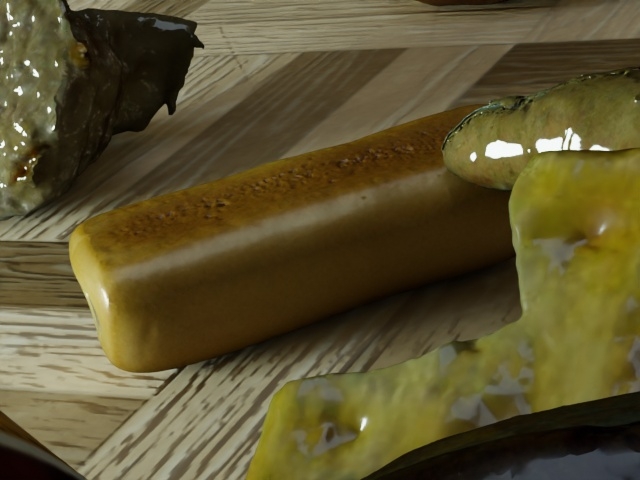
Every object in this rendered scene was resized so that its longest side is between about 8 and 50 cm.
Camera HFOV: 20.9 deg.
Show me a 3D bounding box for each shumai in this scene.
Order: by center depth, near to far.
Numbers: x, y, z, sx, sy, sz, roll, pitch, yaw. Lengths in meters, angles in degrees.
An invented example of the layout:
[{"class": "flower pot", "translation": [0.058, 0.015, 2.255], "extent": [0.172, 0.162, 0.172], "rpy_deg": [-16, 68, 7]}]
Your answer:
[{"class": "shumai", "translation": [-0.169, -0.098, 1.111], "extent": [0.175, 0.166, 0.206], "rpy_deg": [11, 25, -44]}]

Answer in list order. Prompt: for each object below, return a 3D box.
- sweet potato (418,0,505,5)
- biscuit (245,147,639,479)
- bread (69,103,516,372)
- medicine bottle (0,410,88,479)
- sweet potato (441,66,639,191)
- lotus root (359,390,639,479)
[{"class": "sweet potato", "translation": [0.171, -0.222, 1.280], "extent": [0.292, 0.097, 0.097], "rpy_deg": [0, 25, 18]}, {"class": "biscuit", "translation": [0.065, 0.041, 0.653], "extent": [0.174, 0.039, 0.183], "rpy_deg": [4, 63, 35]}, {"class": "bread", "translation": [0.000, 0.000, 0.847], "extent": [0.239, 0.074, 0.092], "rpy_deg": [-17, 28, -14]}, {"class": "medicine bottle", "translation": [-0.108, 0.158, 0.336], "extent": [0.242, 0.242, 0.395], "rpy_deg": [-24, 37, -27]}, {"class": "sweet potato", "translation": [0.177, -0.003, 0.712], "extent": [0.124, 0.098, 0.310], "rpy_deg": [-13, 32, -23]}, {"class": "lotus root", "translation": [0.099, 0.104, 0.491], "extent": [0.241, 0.123, 0.124], "rpy_deg": [-12, -7, 7]}]
